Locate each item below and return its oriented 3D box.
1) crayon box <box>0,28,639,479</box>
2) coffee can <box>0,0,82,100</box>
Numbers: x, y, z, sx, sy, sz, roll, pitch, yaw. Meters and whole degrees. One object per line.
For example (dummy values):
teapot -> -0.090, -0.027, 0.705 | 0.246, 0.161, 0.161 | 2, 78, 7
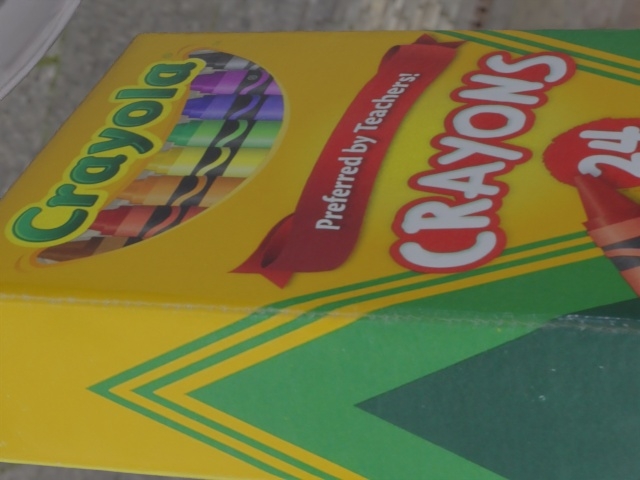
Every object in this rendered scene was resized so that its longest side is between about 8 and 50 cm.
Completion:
crayon box -> 0.000, 0.000, 0.655 | 0.202, 0.318, 0.081 | -63, 149, -52
coffee can -> -0.172, -0.141, 0.474 | 0.201, 0.275, 0.202 | -6, 111, -16
